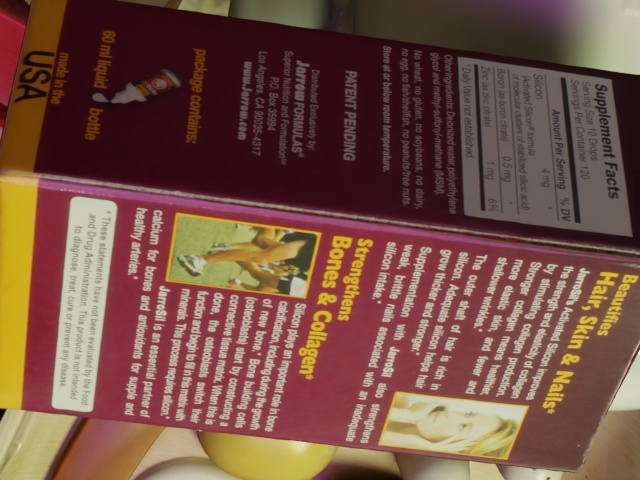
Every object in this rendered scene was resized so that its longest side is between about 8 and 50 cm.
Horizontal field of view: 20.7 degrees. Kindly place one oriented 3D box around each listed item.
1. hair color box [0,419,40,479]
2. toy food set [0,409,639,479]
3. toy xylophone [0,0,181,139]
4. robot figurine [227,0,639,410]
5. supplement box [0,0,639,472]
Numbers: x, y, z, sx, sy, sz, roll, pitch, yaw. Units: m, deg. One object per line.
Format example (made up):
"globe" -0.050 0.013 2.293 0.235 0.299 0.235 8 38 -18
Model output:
"hair color box" -0.186 0.159 0.932 0.072 0.043 0.141 8 126 -5
"toy food set" -0.009 0.130 0.845 0.306 0.092 0.220 22 110 -13
"toy xylophone" -0.120 -0.019 0.650 0.236 0.081 0.323 24 137 1
"robot figurine" 0.111 -0.082 0.649 0.299 0.200 0.353 13 127 10
"supplement box" 0.000 0.000 0.526 0.188 0.081 0.104 7 137 -6
